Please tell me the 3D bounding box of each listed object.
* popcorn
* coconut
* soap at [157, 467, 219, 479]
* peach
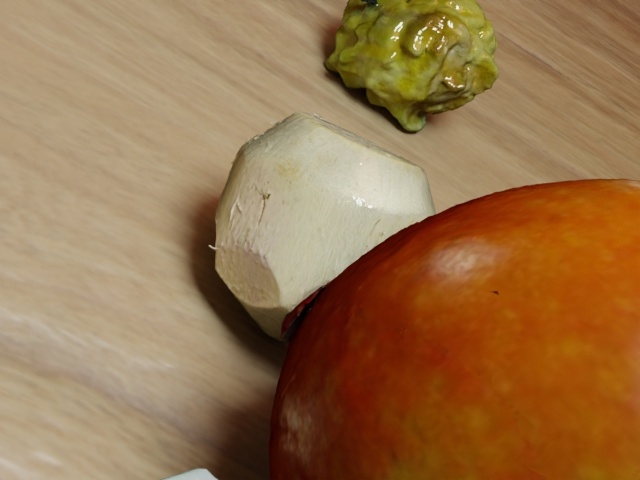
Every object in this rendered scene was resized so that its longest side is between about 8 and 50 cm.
[{"bbox_3d":[0.090,-0.198,1.147,0.174,0.142,0.173,5,58,-8],"label":"popcorn"},{"bbox_3d":[-0.003,-0.001,0.830,0.161,0.162,0.161,25,8,-4],"label":"coconut"},{"bbox_3d":[-0.145,0.270,0.389,0.261,0.156,0.446,44,35,1],"label":"soap"},{"bbox_3d":[0.144,0.121,0.654,0.370,0.370,0.370,27,38,-23],"label":"peach"}]
